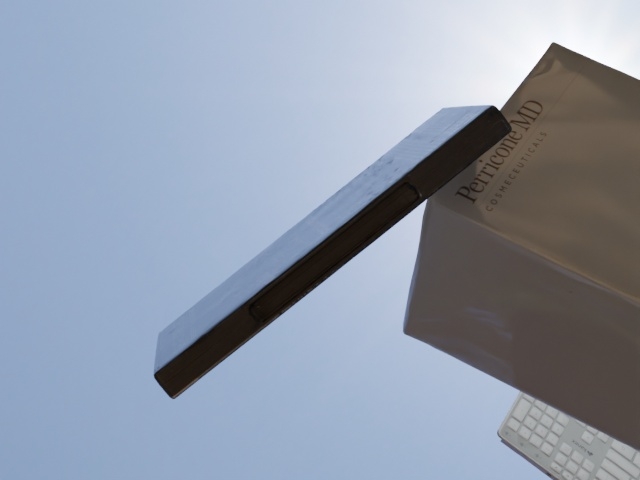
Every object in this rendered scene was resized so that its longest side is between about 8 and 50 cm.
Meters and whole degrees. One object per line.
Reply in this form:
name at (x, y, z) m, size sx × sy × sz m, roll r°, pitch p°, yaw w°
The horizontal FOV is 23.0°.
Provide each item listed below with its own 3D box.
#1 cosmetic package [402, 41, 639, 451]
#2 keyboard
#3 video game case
cosmetic package at (0.277, 0.038, 1.130) m, size 0.385 × 0.156 × 0.217 m, roll 26°, pitch -130°, yaw 14°
keyboard at (0.259, 0.206, 1.267) m, size 0.256 × 0.014 × 0.072 m, roll 36°, pitch -122°, yaw 1°
video game case at (0.000, 0.000, 1.081) m, size 0.274 × 0.196 × 0.026 m, roll -39°, pitch -84°, yaw -1°
